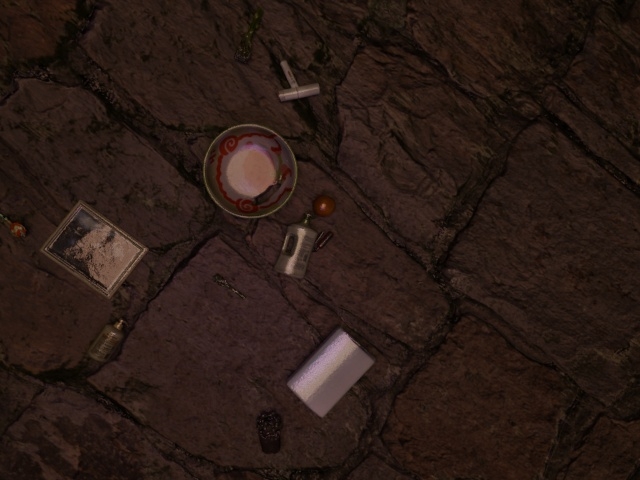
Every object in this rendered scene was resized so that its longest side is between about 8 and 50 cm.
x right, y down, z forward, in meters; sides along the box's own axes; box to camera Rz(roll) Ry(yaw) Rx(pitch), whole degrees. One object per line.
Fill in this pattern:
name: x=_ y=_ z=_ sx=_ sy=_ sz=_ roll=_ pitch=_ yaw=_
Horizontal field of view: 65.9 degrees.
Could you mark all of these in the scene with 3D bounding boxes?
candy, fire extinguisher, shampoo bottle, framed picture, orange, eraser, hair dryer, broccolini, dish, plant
candy: x=-1.076 y=-0.076 z=1.679 sx=0.185 sy=0.049 sz=0.055 roll=39 pitch=130 yaw=0
fire extinguisher: x=0.003 y=0.002 z=1.810 sx=0.100 sy=0.046 sz=0.032 roll=-48 pitch=53 yaw=-10
shampoo bottle: x=-0.726 y=0.336 z=1.705 sx=0.079 sy=0.079 sz=0.162 roll=34 pitch=86 yaw=-6
framed picture: x=-0.789 y=0.033 z=1.725 sx=0.296 sy=0.019 sz=0.232 roll=37 pitch=86 yaw=-6
orange: x=0.013 y=-0.125 z=1.794 sx=0.085 sy=0.085 sz=0.084 roll=0 pitch=91 yaw=-7
eraser: x=0.040 y=0.471 z=1.790 sx=0.290 sy=0.104 sz=0.189 roll=-45 pitch=99 yaw=-4
hair dryer: x=-0.096 y=-0.606 z=1.796 sx=0.155 sy=0.044 sz=0.183 roll=-13 pitch=89 yaw=-9
broccolini: x=-0.330 y=0.173 z=1.782 sx=0.140 sy=0.030 sz=0.035 roll=40 pitch=94 yaw=-10
dish: x=-0.246 y=-0.242 z=1.743 sx=0.325 sy=0.124 sz=0.323 roll=-1 pitch=97 yaw=-9
shampoo bottle: x=-0.080 y=0.014 z=1.779 sx=0.118 sy=0.087 sz=0.234 roll=18 pitch=88 yaw=-7
broccolini: x=-0.242 y=-0.737 z=1.774 sx=0.058 sy=0.067 sz=0.216 roll=25 pitch=79 yaw=-10
plant: x=-0.184 y=0.688 z=1.774 sx=0.095 sy=0.092 sz=0.143 roll=-1 pitch=97 yaw=1
